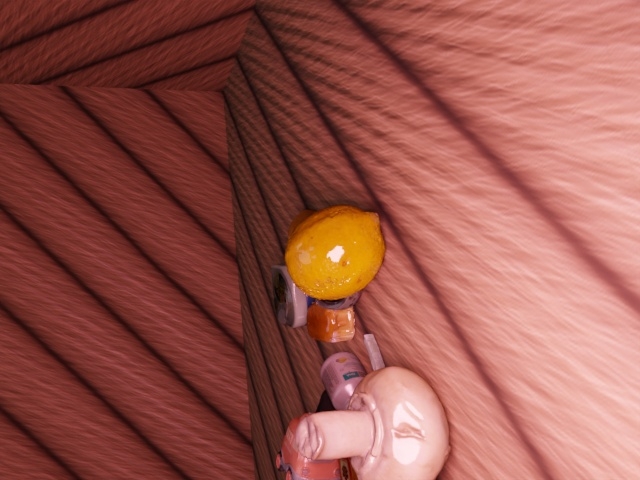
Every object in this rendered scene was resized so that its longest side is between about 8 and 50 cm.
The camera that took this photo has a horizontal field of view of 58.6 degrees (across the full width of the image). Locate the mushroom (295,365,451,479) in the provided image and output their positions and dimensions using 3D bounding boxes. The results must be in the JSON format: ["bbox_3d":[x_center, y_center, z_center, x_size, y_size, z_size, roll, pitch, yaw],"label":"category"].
[{"bbox_3d":[0.117,0.437,1.322,0.314,0.336,0.314,-32,54,58],"label":"mushroom"}]

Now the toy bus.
[{"bbox_3d":[-0.030,0.748,2.048,0.287,0.194,0.232,-172,92,-71],"label":"toy bus"}]

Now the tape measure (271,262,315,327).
[{"bbox_3d":[-0.094,0.201,2.198,0.259,0.138,0.262,-179,86,-72],"label":"tape measure"}]

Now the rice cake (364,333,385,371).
[{"bbox_3d":[0.161,0.345,1.639,0.029,0.033,0.171,112,149,-48],"label":"rice cake"}]

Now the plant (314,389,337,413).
[{"bbox_3d":[0.047,0.562,1.779,0.256,0.141,0.164,-44,-26,-77],"label":"plant"}]

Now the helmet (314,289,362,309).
[{"bbox_3d":[0.068,0.138,1.756,0.153,0.107,0.177,-21,51,36],"label":"helmet"}]

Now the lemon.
[{"bbox_3d":[0.043,0.029,1.582,0.310,0.258,0.258,-36,47,18],"label":"lemon"}]

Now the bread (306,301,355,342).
[{"bbox_3d":[0.028,0.268,1.904,0.241,0.107,0.136,162,107,-70],"label":"bread"}]

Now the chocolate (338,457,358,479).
[{"bbox_3d":[0.141,0.716,1.643,0.237,0.108,0.235,149,115,-67],"label":"chocolate"}]

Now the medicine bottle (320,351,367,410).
[{"bbox_3d":[0.090,0.445,1.703,0.215,0.135,0.135,-125,37,-56],"label":"medicine bottle"}]

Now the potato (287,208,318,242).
[{"bbox_3d":[0.000,0.000,1.888,0.158,0.178,0.203,7,75,55],"label":"potato"}]
